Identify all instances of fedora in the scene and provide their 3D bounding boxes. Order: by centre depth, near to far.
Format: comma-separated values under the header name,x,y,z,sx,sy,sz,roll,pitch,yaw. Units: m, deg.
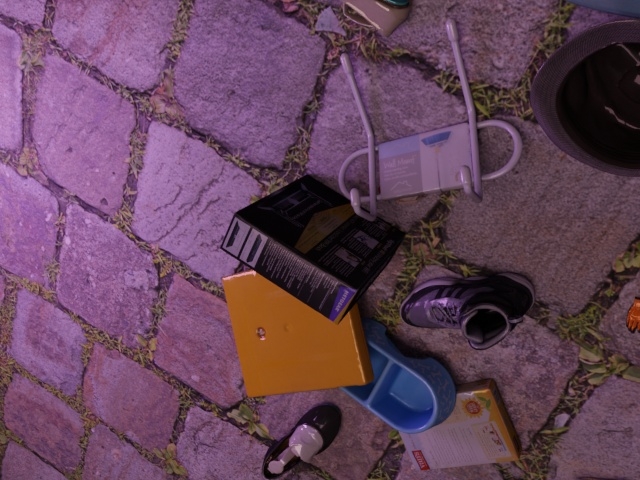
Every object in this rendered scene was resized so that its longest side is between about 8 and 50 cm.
name,x,y,z,sx,sy,sz,roll,pitch,yaw
fedora,0.461,-0.227,0.929,0.276,0.124,0.243,34,139,-6

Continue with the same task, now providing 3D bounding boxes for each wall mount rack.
name,x,y,z,sx,sy,sz,roll,pitch,yaw
wall mount rack,0.163,-0.200,1.106,0.350,0.130,0.303,-10,73,27

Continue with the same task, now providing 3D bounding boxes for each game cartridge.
name,x,y,z,sx,sy,sz,roll,pitch,yaw
game cartridge,-0.056,0.184,1.346,0.324,0.053,0.285,-15,86,33

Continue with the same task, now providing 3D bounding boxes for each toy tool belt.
name,x,y,z,sx,sy,sz,roll,pitch,yaw
toy tool belt,0.157,-0.090,1.190,0.083,0.051,0.052,1,77,30

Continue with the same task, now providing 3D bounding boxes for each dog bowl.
name,x,y,z,sx,sy,sz,roll,pitch,yaw
dog bowl,0.136,0.288,1.311,0.297,0.074,0.165,33,113,21

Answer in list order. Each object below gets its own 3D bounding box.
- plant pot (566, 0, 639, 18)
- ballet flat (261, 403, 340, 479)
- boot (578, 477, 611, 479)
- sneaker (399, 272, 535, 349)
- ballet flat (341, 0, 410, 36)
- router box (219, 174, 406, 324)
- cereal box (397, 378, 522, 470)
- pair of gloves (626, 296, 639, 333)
name,x,y,z,sx,sy,sz,roll,pitch,yaw
plant pot,0.472,-0.383,0.860,0.234,0.165,0.165,12,113,28
ballet flat,-0.051,0.501,1.504,0.095,0.096,0.280,43,122,4
boot,0.534,0.571,1.271,0.213,0.077,0.165,-16,104,24
sneaker,0.259,0.137,1.174,0.269,0.153,0.101,-13,104,29
ballet flat,0.039,-0.439,1.090,0.248,0.086,0.086,35,121,7
router box,0.000,0.000,1.149,0.243,0.309,0.081,32,117,11
cereal box,0.283,0.398,1.333,0.240,0.047,0.172,-18,100,31
pair of gloves,0.590,0.141,1.105,0.083,0.010,0.074,13,115,19
